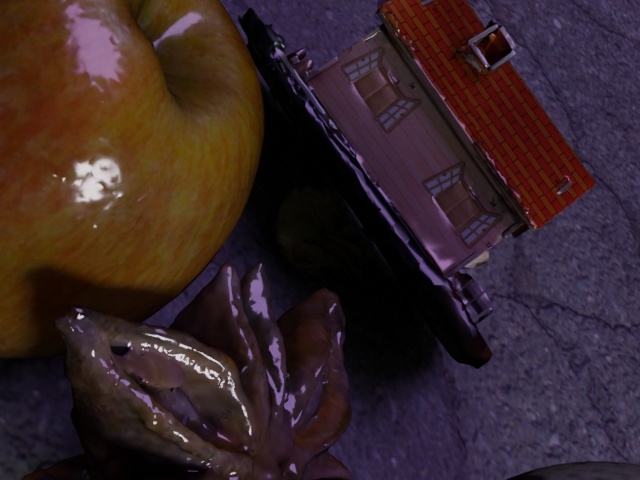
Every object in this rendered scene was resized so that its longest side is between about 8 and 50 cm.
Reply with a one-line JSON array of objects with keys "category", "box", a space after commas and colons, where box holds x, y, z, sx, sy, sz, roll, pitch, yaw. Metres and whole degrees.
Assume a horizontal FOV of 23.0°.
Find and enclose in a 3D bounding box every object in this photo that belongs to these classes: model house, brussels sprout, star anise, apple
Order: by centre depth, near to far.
[{"category": "apple", "box": [-0.155, -0.072, 0.889, 0.264, 0.264, 0.264, 28, 44, -30]}, {"category": "star anise", "box": [-0.069, 0.136, 0.895, 0.349, 0.109, 0.292, -50, 121, -51]}, {"category": "model house", "box": [0.082, -0.070, 1.147, 0.294, 0.154, 0.207, 56, 0, 2]}, {"category": "brussels sprout", "box": [0.000, 0.000, 1.151, 0.085, 0.085, 0.058, 40, 72, -18]}]

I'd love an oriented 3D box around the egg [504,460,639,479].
[{"category": "egg", "box": [0.141, 0.288, 0.889, 0.287, 0.287, 0.379, 49, 48, -7]}]
